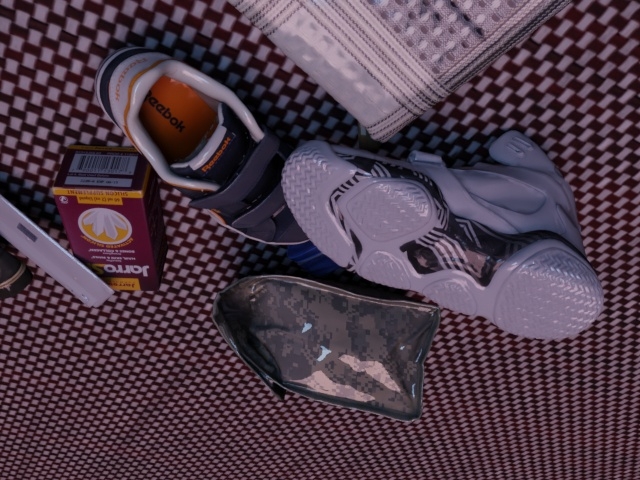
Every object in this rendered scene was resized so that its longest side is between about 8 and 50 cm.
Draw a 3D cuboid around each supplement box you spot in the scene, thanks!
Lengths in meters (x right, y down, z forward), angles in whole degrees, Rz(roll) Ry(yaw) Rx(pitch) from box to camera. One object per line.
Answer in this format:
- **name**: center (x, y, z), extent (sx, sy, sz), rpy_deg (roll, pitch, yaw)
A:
- **supplement box**: center (-0.260, -0.024, 0.824), extent (0.104, 0.080, 0.188), rpy_deg (2, 138, -3)

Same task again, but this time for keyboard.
- **keyboard**: center (-0.371, -0.007, 0.817), extent (0.256, 0.014, 0.072), rpy_deg (43, 134, -13)

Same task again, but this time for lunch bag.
- **lunch bag**: center (0.000, 0.000, 0.863), extent (0.098, 0.067, 0.065), rpy_deg (-26, 132, 26)
- **lunch bag**: center (-0.007, 0.133, 0.883), extent (0.287, 0.168, 0.235), rpy_deg (13, 173, 0)

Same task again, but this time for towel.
- **towel**: center (0.059, -0.272, 0.528), extent (0.312, 0.056, 0.324), rpy_deg (-35, 114, 30)

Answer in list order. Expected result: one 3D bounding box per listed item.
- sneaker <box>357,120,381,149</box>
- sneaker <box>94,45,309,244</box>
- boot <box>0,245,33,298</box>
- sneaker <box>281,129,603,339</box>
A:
- **sneaker**: center (0.081, -0.174, 0.676), extent (0.086, 0.064, 0.192), rpy_deg (1, 134, 5)
- **sneaker**: center (-0.097, -0.080, 0.707), extent (0.321, 0.127, 0.126), rpy_deg (34, 91, -32)
- **boot**: center (-0.488, 0.004, 0.853), extent (0.198, 0.077, 0.137), rpy_deg (-2, 131, 22)
- **sneaker**: center (0.142, -0.043, 0.737), extent (0.366, 0.210, 0.137), rpy_deg (25, 133, -4)
